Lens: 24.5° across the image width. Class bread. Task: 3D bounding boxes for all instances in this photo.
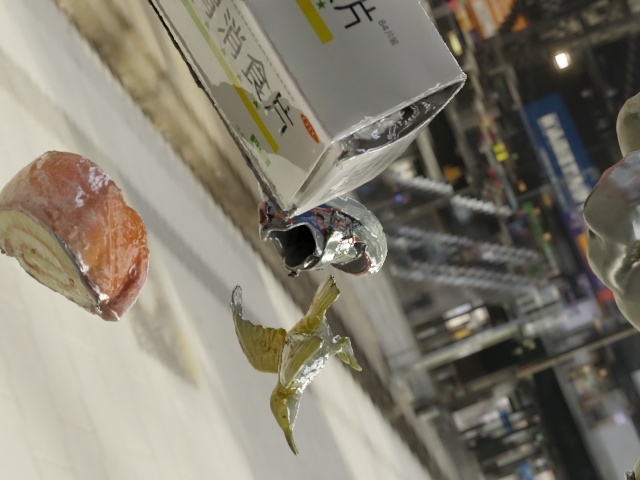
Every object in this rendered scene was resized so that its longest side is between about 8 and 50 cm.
[{"bbox_3d":[-0.337,-0.018,1.938,0.244,0.123,0.190,22,-36,39],"label":"bread"}]

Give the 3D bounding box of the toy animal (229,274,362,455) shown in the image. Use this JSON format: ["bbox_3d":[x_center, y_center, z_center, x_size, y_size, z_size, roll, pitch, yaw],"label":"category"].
[{"bbox_3d":[-0.008,0.117,1.368,0.219,0.095,0.155,-171,-116,-71],"label":"toy animal"}]

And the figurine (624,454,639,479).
[{"bbox_3d":[0.380,0.271,1.395,0.166,0.141,0.250,144,-67,-68],"label":"figurine"}]

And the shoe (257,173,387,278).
[{"bbox_3d":[-0.001,0.000,1.951,0.227,0.099,0.125,39,43,-30],"label":"shoe"}]

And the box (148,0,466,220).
[{"bbox_3d":[-0.035,-0.200,1.250,0.333,0.145,0.173,59,-21,8],"label":"box"}]

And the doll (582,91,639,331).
[{"bbox_3d":[0.320,0.004,1.169,0.382,0.252,0.378,47,-9,-27],"label":"doll"}]
